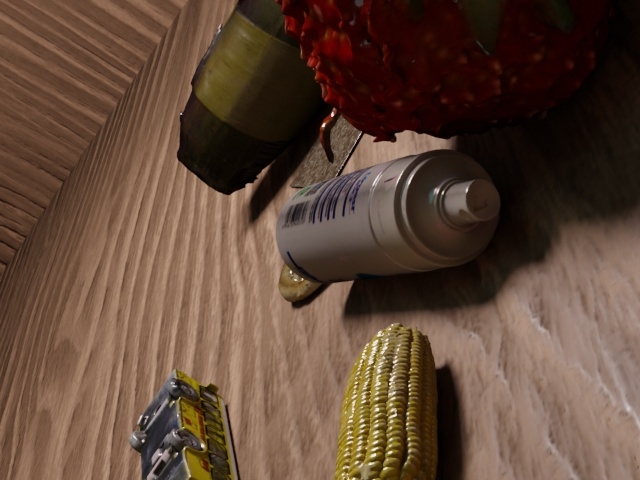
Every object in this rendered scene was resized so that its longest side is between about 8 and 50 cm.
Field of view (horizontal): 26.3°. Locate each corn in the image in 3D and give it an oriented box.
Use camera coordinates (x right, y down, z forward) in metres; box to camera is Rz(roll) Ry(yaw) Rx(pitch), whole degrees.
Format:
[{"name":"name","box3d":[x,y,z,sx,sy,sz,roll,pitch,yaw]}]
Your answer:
[{"name":"corn","box3d":[0.045,0.125,0.914,0.165,0.063,0.085,-82,4,-58]}]

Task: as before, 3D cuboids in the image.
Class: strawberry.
[{"name":"strawberry","box3d":[0.079,-0.179,1.057,0.343,0.292,0.292,115,178,-61]}]

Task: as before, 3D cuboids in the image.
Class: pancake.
[{"name":"pancake","box3d":[0.000,0.000,1.329,0.139,0.022,0.139,-52,18,24]}]

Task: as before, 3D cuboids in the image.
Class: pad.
[{"name":"pad","box3d":[0.045,-0.159,1.516,0.235,0.003,0.158,-60,16,-6]}]

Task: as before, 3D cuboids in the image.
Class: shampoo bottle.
[{"name":"shampoo bottle","box3d":[0.057,-0.017,1.079,0.092,0.092,0.303,-63,18,-15]}]

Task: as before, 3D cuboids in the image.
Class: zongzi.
[{"name":"zongzi","box3d":[-0.042,-0.222,1.706,0.289,0.154,0.317,-54,-3,27]}]

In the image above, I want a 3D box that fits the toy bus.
[{"name":"toy bus","box3d":[-0.124,0.195,1.251,0.081,0.074,0.226,-57,17,9]}]
